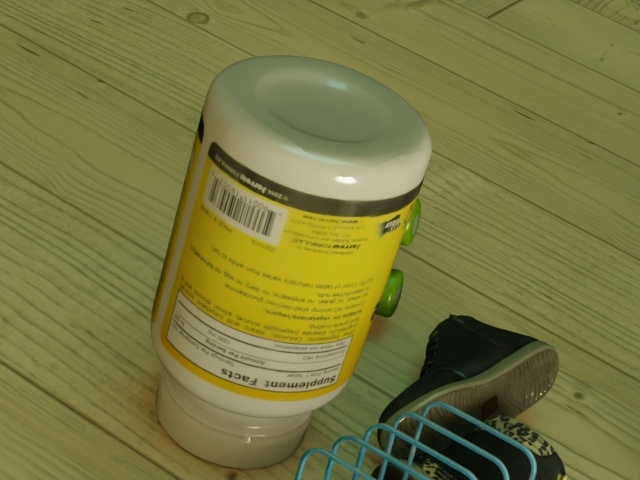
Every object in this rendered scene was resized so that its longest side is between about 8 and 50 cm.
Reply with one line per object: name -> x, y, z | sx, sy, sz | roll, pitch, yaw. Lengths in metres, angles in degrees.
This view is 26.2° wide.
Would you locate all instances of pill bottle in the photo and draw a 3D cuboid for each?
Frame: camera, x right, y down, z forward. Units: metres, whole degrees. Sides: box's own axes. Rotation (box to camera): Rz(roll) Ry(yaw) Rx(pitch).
pill bottle -> -0.039, 0.027, 1.173 | 0.188, 0.333, 0.188 | 13, 33, -8

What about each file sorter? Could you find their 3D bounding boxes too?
file sorter -> 0.067, 0.200, 1.032 | 0.118, 0.104, 0.170 | 26, 22, 33

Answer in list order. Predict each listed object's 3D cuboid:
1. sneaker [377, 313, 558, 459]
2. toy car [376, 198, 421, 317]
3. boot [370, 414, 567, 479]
sneaker -> 0.116, 0.145, 1.335 | 0.222, 0.083, 0.118 | -20, 29, -36
toy car -> 0.000, 0.000, 1.360 | 0.155, 0.148, 0.188 | 14, 2, 13
boot -> 0.177, 0.247, 1.182 | 0.236, 0.085, 0.179 | 38, 34, 27
